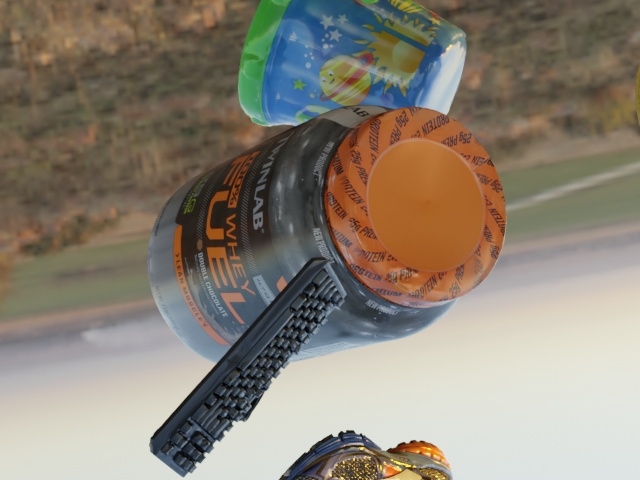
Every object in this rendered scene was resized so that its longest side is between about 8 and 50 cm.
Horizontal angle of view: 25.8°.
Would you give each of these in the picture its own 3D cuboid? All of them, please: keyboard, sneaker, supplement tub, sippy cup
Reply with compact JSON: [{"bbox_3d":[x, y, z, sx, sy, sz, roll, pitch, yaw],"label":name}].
[{"bbox_3d":[-0.047,0.096,1.007,0.180,0.023,0.108,-47,160,-9],"label":"keyboard"},{"bbox_3d":[0.041,0.195,1.021,0.221,0.087,0.083,6,127,-48],"label":"sneaker"},{"bbox_3d":[0.000,0.000,1.262,0.207,0.207,0.338,-7,173,-33],"label":"supplement tub"},{"bbox_3d":[0.050,-0.219,1.720,0.224,0.240,0.305,24,-170,16],"label":"sippy cup"}]

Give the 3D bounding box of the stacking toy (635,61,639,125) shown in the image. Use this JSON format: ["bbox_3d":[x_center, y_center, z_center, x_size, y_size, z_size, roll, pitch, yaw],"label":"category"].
[{"bbox_3d":[0.399,-0.117,1.292,0.351,0.479,0.350,-21,171,-4],"label":"stacking toy"}]
